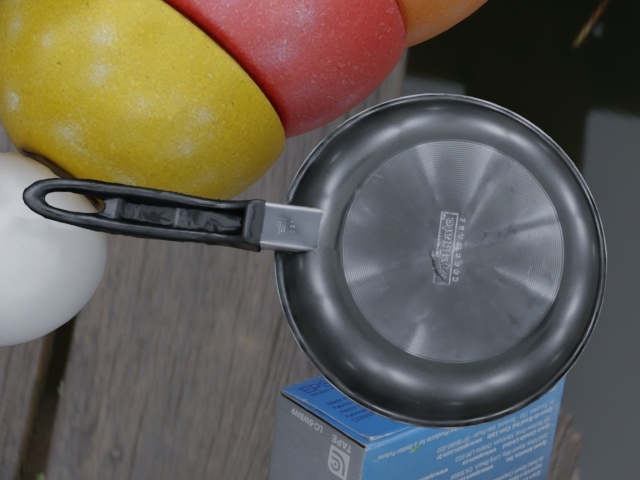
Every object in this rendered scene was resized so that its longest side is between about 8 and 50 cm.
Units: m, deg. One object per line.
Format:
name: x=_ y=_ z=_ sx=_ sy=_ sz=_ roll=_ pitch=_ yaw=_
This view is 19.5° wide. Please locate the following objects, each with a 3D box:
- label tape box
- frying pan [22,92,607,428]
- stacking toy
label tape box: x=0.064 y=0.256 z=1.503 sx=0.241 sy=0.333 sz=0.106 roll=-15 pitch=31 yaw=-43
frying pan: x=0.017 y=-0.024 z=1.072 sx=0.326 sy=0.053 sz=0.197 roll=31 pitch=80 yaw=-2
stacking toy: x=-0.104 y=-0.137 z=1.210 sx=0.350 sy=0.350 sz=0.480 roll=35 pitch=75 yaw=10
